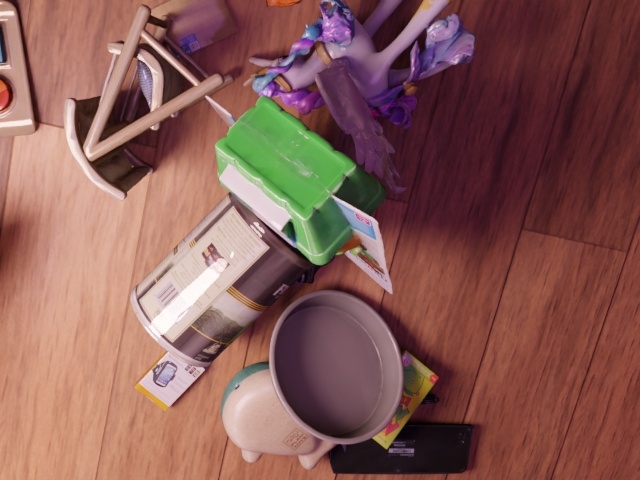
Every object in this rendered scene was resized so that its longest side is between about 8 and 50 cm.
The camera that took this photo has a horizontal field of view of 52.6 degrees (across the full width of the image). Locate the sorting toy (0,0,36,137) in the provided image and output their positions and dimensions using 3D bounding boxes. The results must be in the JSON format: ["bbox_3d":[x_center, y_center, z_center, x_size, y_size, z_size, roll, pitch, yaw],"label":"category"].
[{"bbox_3d":[-0.665,-0.283,1.111,0.306,0.041,0.229,-6,104,-6],"label":"sorting toy"}]

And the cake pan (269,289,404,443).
[{"bbox_3d":[0.027,0.241,1.241,0.293,0.054,0.294,13,61,-25],"label":"cake pan"}]

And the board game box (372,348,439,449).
[{"bbox_3d":[0.151,0.324,1.333,0.092,0.043,0.181,39,80,-5],"label":"board game box"}]

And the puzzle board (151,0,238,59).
[{"bbox_3d":[-0.225,-0.392,1.160,0.128,0.011,0.097,-26,106,0],"label":"puzzle board"}]

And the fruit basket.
[{"bbox_3d":[-0.027,-0.051,1.033,0.327,0.353,0.165,40,76,20],"label":"fruit basket"}]

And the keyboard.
[{"bbox_3d":[0.176,0.410,1.394,0.316,0.033,0.202,3,104,-9],"label":"keyboard"}]

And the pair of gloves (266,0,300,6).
[{"bbox_3d":[-0.067,-0.464,1.163,0.074,0.010,0.084,-9,103,-5],"label":"pair of gloves"}]

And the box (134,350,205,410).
[{"bbox_3d":[-0.295,0.266,1.299,0.081,0.028,0.136,44,92,-15],"label":"box"}]

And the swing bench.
[{"bbox_3d":[-0.288,-0.224,1.060,0.165,0.253,0.255,41,98,-14],"label":"swing bench"}]

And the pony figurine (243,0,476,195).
[{"bbox_3d":[0.080,-0.283,1.120,0.363,0.303,0.351,-37,73,6],"label":"pony figurine"}]

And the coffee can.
[{"bbox_3d":[-0.173,0.062,1.167,0.275,0.201,0.201,-44,105,9],"label":"coffee can"}]

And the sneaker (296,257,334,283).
[{"bbox_3d":[0.000,0.000,1.263,0.078,0.067,0.188,25,98,-33],"label":"sneaker"}]

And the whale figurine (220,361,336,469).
[{"bbox_3d":[-0.080,0.350,1.303,0.216,0.141,0.272,-47,120,1],"label":"whale figurine"}]
